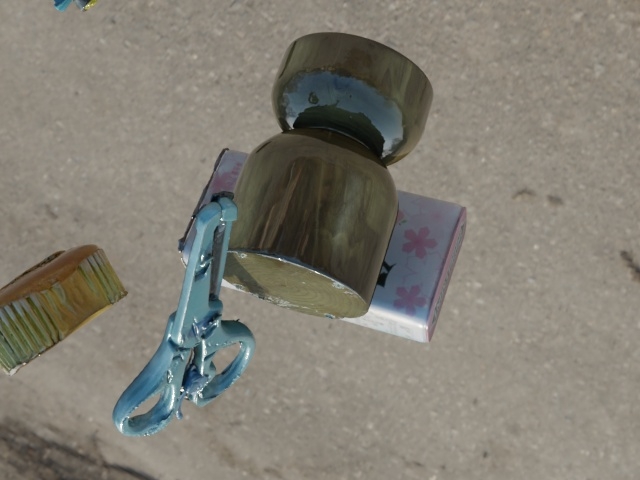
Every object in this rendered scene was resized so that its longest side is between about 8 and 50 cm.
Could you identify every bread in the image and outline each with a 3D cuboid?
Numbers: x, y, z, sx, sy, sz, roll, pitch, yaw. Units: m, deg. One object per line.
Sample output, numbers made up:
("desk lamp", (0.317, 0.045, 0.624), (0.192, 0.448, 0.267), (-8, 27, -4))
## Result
("bread", (-0.525, 0.121, 1.871), (0.156, 0.288, 0.204), (57, 152, -5))

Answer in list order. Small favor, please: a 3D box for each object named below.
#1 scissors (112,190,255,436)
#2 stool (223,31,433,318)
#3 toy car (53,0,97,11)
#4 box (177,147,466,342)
("scissors", (-0.122, 0.086, 0.982), (0.032, 0.180, 0.393), (47, 145, 22))
("stool", (0.004, -0.066, 1.055), (0.179, 0.264, 0.179), (17, 161, 6))
("toy car", (-0.341, -0.408, 1.371), (0.161, 0.098, 0.126), (-38, 103, 17))
("box", (0.000, 0.000, 1.341), (0.370, 0.190, 0.112), (14, 156, 13))
